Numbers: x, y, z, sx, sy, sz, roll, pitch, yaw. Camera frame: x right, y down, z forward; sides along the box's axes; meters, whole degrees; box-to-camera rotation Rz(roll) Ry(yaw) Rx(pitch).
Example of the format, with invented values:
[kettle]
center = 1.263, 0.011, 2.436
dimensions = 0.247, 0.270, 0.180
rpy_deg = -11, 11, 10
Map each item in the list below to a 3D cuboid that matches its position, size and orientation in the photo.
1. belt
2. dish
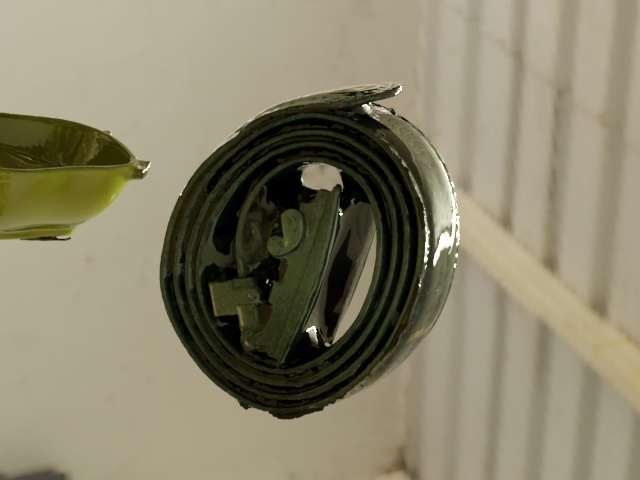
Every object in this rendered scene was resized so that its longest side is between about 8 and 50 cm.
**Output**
[belt]
center = 0.000, 0.000, 1.351
dimensions = 0.206, 0.116, 0.267
rpy_deg = 35, -70, 16
[dish]
center = -0.341, -0.067, 2.054
dimensions = 0.221, 0.262, 0.108
rpy_deg = 37, -60, 51
